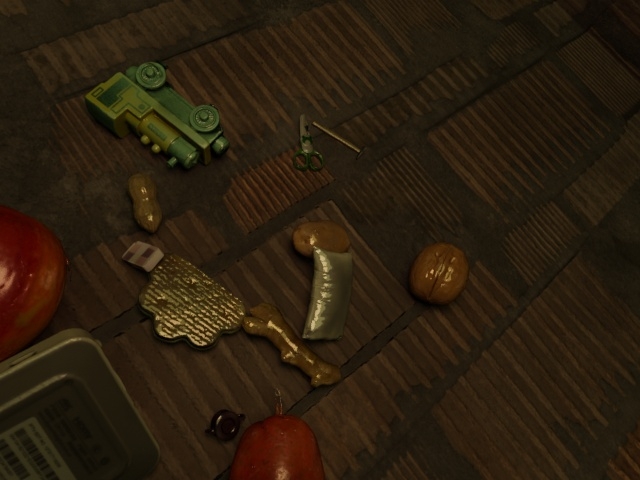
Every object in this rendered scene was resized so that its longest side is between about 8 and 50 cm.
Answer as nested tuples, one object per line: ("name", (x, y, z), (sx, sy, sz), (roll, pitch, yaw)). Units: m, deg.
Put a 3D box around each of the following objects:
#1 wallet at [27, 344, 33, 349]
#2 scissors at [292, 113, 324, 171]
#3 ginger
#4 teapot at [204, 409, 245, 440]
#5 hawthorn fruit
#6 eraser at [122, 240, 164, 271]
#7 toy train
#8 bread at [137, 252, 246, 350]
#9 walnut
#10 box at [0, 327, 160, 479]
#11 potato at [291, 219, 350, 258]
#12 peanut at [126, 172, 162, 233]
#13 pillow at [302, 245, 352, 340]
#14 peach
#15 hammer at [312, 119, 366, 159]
("wallet", (-0.742, 0.203, 1.041), (0.197, 0.051, 0.377), (15, 63, -7))
("scissors", (-0.047, -0.317, 1.496), (0.101, 0.027, 0.204), (-1, 69, -20))
("ginger", (-0.067, 0.273, 1.201), (0.299, 0.065, 0.118), (39, 43, 1))
("teapot", (-0.225, 0.434, 1.100), (0.100, 0.045, 0.068), (-13, 94, -40))
("hawthorn fruit", (-0.093, 0.481, 1.034), (0.211, 0.211, 0.299), (9, 56, -13))
("eraser", (-0.452, 0.040, 1.182), (0.105, 0.026, 0.065), (13, 58, 34))
("toy train", (-0.444, -0.339, 1.326), (0.369, 0.150, 0.237), (38, 70, 2))
("bread", (-0.342, 0.167, 1.175), (0.286, 0.056, 0.207), (39, 58, 3))
("walnut", (0.350, 0.095, 1.363), (0.165, 0.165, 0.197), (36, 69, 1))
("box", (-0.539, 0.398, 0.883), (0.373, 0.090, 0.367), (-30, 118, -25))
("potato", (0.000, 0.000, 1.320), (0.178, 0.109, 0.118), (2, 81, -35))
("peanut", (-0.469, -0.102, 1.241), (0.082, 0.082, 0.187), (-11, 70, -21))
("pillow", (0.020, 0.142, 1.245), (0.144, 0.078, 0.254), (15, 78, -36))
("peach", (-0.693, 0.103, 0.907), (0.372, 0.290, 0.373), (7, 73, -24))
("hammer", (0.057, -0.340, 1.546), (0.199, 0.013, 0.062), (32, 61, -1))
